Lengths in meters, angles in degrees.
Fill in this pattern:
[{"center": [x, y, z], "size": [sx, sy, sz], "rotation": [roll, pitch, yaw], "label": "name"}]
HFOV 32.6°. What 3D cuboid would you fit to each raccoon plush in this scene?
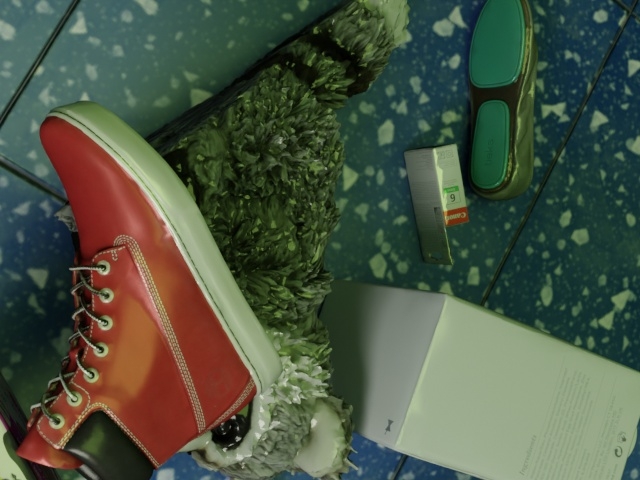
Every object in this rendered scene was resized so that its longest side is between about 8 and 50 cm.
[{"center": [0.000, 0.000, 0.937], "size": [0.446, 0.216, 0.299], "rotation": [-38, 105, -19], "label": "raccoon plush"}]

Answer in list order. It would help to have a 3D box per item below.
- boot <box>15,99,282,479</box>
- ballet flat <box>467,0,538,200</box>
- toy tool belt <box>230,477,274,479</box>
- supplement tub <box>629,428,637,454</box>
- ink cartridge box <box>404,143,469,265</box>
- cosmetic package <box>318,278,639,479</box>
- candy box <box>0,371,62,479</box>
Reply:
[{"center": [-0.151, 0.046, 0.717], "size": [0.176, 0.088, 0.244], "rotation": [-37, 107, -25], "label": "boot"}, {"center": [0.188, -0.146, 1.111], "size": [0.068, 0.072, 0.213], "rotation": [5, 89, -51], "label": "ballet flat"}, {"center": [-0.056, 0.222, 1.007], "size": [0.051, 0.052, 0.083], "rotation": [-1, 92, -16], "label": "toy tool belt"}, {"center": [0.261, 0.189, 1.116], "size": [0.071, 0.107, 0.071], "rotation": [-1, 91, -24], "label": "supplement tub"}, {"center": [0.117, -0.035, 1.073], "size": [0.029, 0.063, 0.115], "rotation": [-13, 96, -21], "label": "ink cartridge box"}, {"center": [0.127, 0.136, 0.992], "size": [0.224, 0.224, 0.138], "rotation": [21, 83, -23], "label": "cosmetic package"}, {"center": [-0.241, 0.179, 0.822], "size": [0.071, 0.233, 0.159], "rotation": [-29, 103, -15], "label": "candy box"}]
